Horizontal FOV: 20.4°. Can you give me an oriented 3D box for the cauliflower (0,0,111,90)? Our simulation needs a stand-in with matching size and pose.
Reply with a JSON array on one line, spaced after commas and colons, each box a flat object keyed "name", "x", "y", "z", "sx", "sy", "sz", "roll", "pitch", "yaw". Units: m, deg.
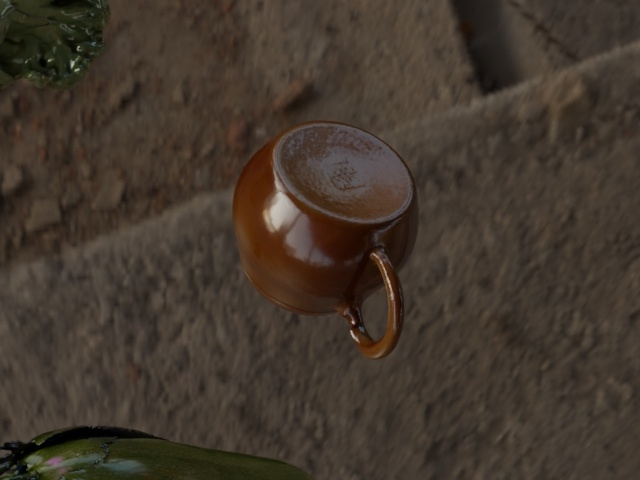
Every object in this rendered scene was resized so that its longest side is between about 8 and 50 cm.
[{"name": "cauliflower", "x": -0.354, "y": -0.213, "z": 1.636, "sx": 0.327, "sy": 0.260, "sz": 0.281, "roll": 13, "pitch": 46, "yaw": -11}]

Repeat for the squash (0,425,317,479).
[{"name": "squash", "x": -0.050, "y": 0.096, "z": 0.634, "sx": 0.052, "sy": 0.183, "sz": 0.052, "roll": -12, "pitch": 70, "yaw": 35}]

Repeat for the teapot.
[{"name": "teapot", "x": 0.000, "y": 0.000, "z": 1.047, "sx": 0.116, "sy": 0.116, "sz": 0.173, "roll": -24, "pitch": 58, "yaw": -15}]
